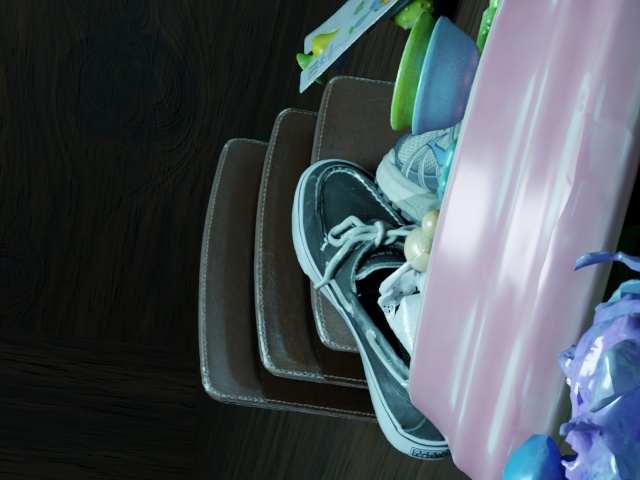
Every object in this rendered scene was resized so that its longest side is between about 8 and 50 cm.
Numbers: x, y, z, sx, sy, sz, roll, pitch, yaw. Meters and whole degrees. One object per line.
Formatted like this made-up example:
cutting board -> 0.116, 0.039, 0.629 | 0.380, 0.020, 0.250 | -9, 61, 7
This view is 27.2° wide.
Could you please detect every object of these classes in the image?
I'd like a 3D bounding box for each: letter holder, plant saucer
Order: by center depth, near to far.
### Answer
plant saucer -> 0.118, -0.023, 0.724 | 0.332, 0.084, 0.332 | 15, -90, -80
letter holder -> 0.000, 0.000, 1.274 | 0.152, 0.214, 0.302 | 114, 161, -57

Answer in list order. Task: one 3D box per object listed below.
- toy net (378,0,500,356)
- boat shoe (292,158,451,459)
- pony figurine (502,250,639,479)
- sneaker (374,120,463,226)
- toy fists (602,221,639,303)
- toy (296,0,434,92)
toy net -> 0.066, -0.033, 0.799 | 0.122, 0.045, 0.232 | -62, -17, -57
boat shoe -> 0.051, 0.030, 1.100 | 0.105, 0.113, 0.306 | 92, 165, -51
pony figurine -> 0.111, 0.059, 0.261 | 0.363, 0.303, 0.351 | -64, -25, 3
sneaker -> 0.129, -0.050, 1.010 | 0.122, 0.110, 0.283 | -61, 17, 11
toy fists -> 0.172, 0.103, 0.598 | 0.142, 0.096, 0.279 | 154, 125, -77
toy -> 0.078, -0.238, 1.320 | 0.237, 0.056, 0.137 | -37, 23, 22
